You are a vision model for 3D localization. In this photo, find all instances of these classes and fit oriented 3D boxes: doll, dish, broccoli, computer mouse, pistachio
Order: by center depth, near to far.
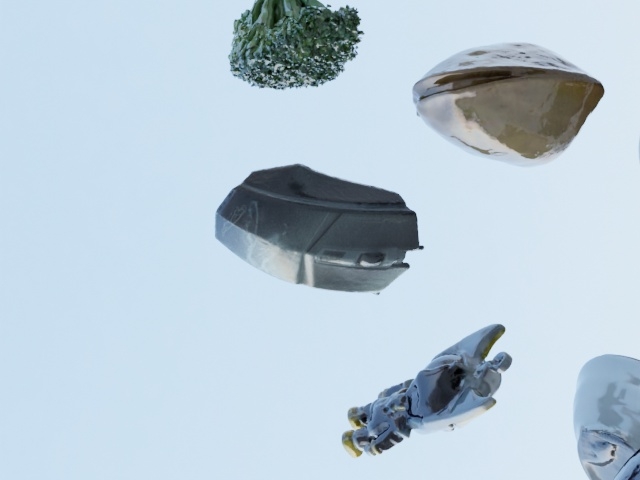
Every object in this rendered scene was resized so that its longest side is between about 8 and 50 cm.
[{"bbox_3d":[0.001,0.000,1.615,0.231,0.126,0.071,15,-152,-18],"label":"computer mouse"},{"bbox_3d":[0.235,-0.176,1.953,0.260,0.212,0.163,4,-114,-58],"label":"pistachio"},{"bbox_3d":[-0.039,-0.296,2.076,0.220,0.194,0.194,52,-143,-78],"label":"broccoli"},{"bbox_3d":[0.158,0.237,2.291,0.103,0.316,0.145,58,-145,-6],"label":"doll"},{"bbox_3d":[0.471,0.322,2.299,0.106,0.316,0.316,-39,-61,-27],"label":"dish"}]

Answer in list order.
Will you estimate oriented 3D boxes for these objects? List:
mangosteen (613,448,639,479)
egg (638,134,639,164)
[{"bbox_3d":[0.528,0.414,1.997,0.435,0.382,0.382,-20,-79,-62],"label":"mangosteen"},{"bbox_3d":[0.641,-0.137,2.223,0.301,0.374,0.301,-13,-90,-89],"label":"egg"}]
